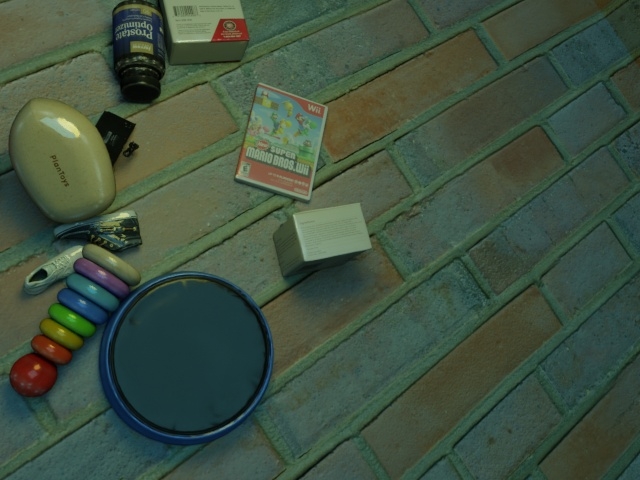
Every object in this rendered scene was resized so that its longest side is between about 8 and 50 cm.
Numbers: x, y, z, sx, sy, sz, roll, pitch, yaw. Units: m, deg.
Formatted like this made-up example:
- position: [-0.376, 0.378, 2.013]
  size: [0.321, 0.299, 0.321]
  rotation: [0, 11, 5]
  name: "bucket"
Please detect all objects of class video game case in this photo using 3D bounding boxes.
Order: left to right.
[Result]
- position: [-0.099, -0.260, 1.608]
  size: [0.204, 0.025, 0.285]
  rotation: [16, 70, -16]
  name: "video game case"

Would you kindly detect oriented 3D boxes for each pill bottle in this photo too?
- position: [-0.441, -0.458, 1.482]
  size: [0.122, 0.123, 0.219]
  rotation: [-1, 75, -21]
  name: "pill bottle"

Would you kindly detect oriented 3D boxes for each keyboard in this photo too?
- position: [-0.482, -0.226, 1.418]
  size: [0.108, 0.023, 0.180]
  rotation: [24, 43, -16]
  name: "keyboard"

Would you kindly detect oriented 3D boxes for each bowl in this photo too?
- position: [-0.291, 0.256, 1.365]
  size: [0.391, 0.077, 0.391]
  rotation: [5, 73, -19]
  name: "bowl"

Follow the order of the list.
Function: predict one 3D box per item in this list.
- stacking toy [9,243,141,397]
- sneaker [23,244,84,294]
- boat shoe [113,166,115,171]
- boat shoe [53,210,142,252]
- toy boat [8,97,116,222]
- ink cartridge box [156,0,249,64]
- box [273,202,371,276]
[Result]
- position: [-0.526, 0.176, 1.283]
  size: [0.141, 0.141, 0.330]
  rotation: [33, 74, -9]
  name: "stacking toy"
- position: [-0.573, 0.062, 1.323]
  size: [0.152, 0.061, 0.054]
  rotation: [-41, 90, -26]
  name: "sneaker"
- position: [-0.552, -0.218, 1.408]
  size: [0.178, 0.060, 0.064]
  rotation: [38, 66, -7]
  name: "boat shoe"
- position: [-0.496, -0.010, 1.368]
  size: [0.183, 0.065, 0.083]
  rotation: [-14, 82, -23]
  name: "boat shoe"
- position: [-0.606, -0.156, 1.285]
  size: [0.318, 0.148, 0.268]
  rotation: [-15, 110, -5]
  name: "toy boat"
- position: [-0.315, -0.608, 1.575]
  size: [0.197, 0.114, 0.273]
  rotation: [-10, 79, -22]
  name: "ink cartridge box"
- position: [0.000, 0.000, 1.486]
  size: [0.181, 0.181, 0.119]
  rotation: [-11, 80, -23]
  name: "box"
